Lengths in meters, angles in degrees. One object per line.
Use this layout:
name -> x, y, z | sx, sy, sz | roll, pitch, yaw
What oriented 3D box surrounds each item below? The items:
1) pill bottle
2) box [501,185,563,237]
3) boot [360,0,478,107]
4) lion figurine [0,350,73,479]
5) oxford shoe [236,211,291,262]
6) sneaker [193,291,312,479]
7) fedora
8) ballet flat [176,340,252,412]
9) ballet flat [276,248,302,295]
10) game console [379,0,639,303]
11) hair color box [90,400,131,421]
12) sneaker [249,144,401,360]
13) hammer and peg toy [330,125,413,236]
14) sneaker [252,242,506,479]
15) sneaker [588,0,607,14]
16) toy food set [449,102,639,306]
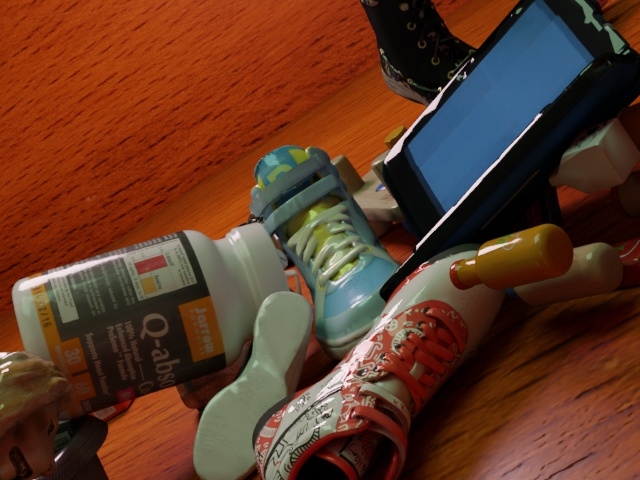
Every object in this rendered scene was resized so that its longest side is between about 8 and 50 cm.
pill bottle -> -0.180, 0.081, 1.070 | 0.278, 0.162, 0.162 | -17, 9, -13
box -> 0.172, -0.044, 1.029 | 0.162, 0.029, 0.116 | -23, 63, 39
boot -> 0.128, -0.230, 1.104 | 0.085, 0.178, 0.236 | -42, 41, -15
lion figurine -> -0.419, 0.221, 0.972 | 0.392, 0.142, 0.240 | -25, 4, 46
oxford shoe -> -0.078, -0.010, 1.563 | 0.083, 0.096, 0.227 | -42, 16, -30
sneaker -> -0.058, 0.161, 0.991 | 0.094, 0.080, 0.212 | 87, -154, -59
fedora -> -0.320, 0.305, 1.023 | 0.244, 0.124, 0.275 | -18, 16, 50
ballet flat -> -0.130, 0.102, 1.278 | 0.108, 0.106, 0.316 | -34, 13, 16
ballet flat -> -0.059, 0.039, 1.223 | 0.052, 0.168, 0.057 | -23, 46, 0
game console -> 0.148, -0.107, 0.931 | 0.293, 0.173, 0.250 | -50, -16, 25
hair color box -> -0.306, 0.217, 1.473 | 0.072, 0.043, 0.141 | -33, 13, 19
sneaker -> 0.000, 0.000, 1.073 | 0.127, 0.208, 0.319 | -34, 13, 0
hammer and peg toy -> 0.157, -0.107, 1.217 | 0.266, 0.127, 0.361 | -39, 13, -12
sneaker -> 0.064, 0.117, 0.774 | 0.270, 0.090, 0.145 | -40, 14, -1
sneaker -> 0.390, -0.358, 1.530 | 0.131, 0.112, 0.319 | -34, 14, 25
toy food set -> 0.213, -0.019, 0.802 | 0.104, 0.111, 0.232 | -19, 24, 52
